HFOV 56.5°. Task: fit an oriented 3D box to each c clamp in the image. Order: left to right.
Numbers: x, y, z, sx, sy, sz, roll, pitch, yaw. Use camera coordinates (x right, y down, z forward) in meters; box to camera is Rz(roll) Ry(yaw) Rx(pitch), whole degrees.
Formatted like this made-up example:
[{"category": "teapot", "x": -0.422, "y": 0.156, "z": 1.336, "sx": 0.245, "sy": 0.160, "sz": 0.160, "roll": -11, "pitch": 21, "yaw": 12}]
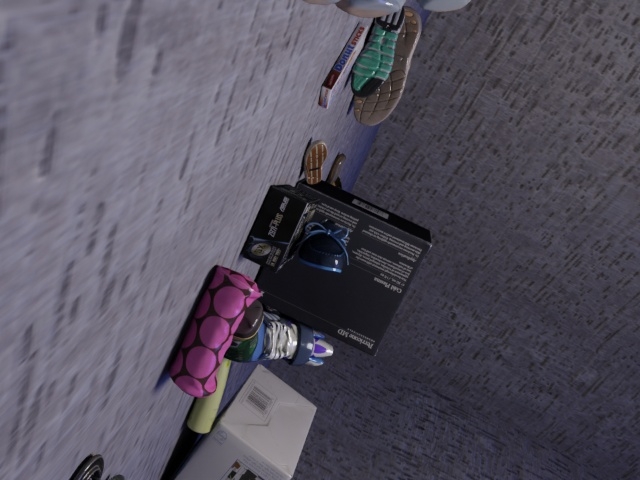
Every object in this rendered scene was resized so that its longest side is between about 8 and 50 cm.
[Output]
[{"category": "c clamp", "x": -0.326, "y": 0.354, "z": 0.765, "sx": 0.160, "sy": 0.022, "sz": 0.137, "roll": -61, "pitch": 170, "yaw": -28}]

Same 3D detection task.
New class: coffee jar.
[{"category": "coffee jar", "x": -0.161, "y": 0.163, "z": 1.127, "sx": 0.184, "sy": 0.096, "sz": 0.079, "roll": 110, "pitch": 4, "yaw": -60}]

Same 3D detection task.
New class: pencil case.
[{"category": "pencil case", "x": -0.170, "y": 0.148, "z": 0.980, "sx": 0.098, "sy": 0.095, "sz": 0.209, "roll": 20, "pitch": 100, "yaw": -51}]

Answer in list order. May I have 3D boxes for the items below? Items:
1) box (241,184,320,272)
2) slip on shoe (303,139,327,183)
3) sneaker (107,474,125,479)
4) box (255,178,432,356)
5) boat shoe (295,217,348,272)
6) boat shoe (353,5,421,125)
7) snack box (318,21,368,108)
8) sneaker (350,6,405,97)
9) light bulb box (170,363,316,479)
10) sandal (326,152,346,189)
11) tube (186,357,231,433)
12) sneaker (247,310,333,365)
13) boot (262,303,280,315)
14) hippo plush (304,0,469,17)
[{"category": "box", "x": -0.075, "y": -0.029, "z": 1.179, "sx": 0.147, "sy": 0.078, "sz": 0.180, "roll": -65, "pitch": 176, "yaw": 9}, {"category": "slip on shoe", "x": -0.014, "y": -0.180, "z": 1.319, "sx": 0.135, "sy": 0.052, "sz": 0.041, "roll": 93, "pitch": -19, "yaw": -59}, {"category": "sneaker", "x": -0.332, "y": 0.399, "z": 0.916, "sx": 0.083, "sy": 0.031, "sz": 0.035, "roll": -58, "pitch": -172, "yaw": -21}, {"category": "box", "x": 0.053, "y": 0.056, "z": 1.470, "sx": 0.312, "sy": 0.344, "sz": 0.179, "roll": -65, "pitch": 177, "yaw": 14}, {"category": "boat shoe", "x": 0.000, "y": 0.000, "z": 1.221, "sx": 0.258, "sy": 0.109, "sz": 0.088, "roll": -127, "pitch": -126, "yaw": -75}, {"category": "boat shoe", "x": 0.185, "y": -0.461, "z": 1.595, "sx": 0.324, "sy": 0.123, "sz": 0.116, "roll": -64, "pitch": 178, "yaw": 27}, {"category": "snack box", "x": 0.046, "y": -0.345, "z": 1.173, "sx": 0.178, "sy": 0.022, "sz": 0.064, "roll": -63, "pitch": 177, "yaw": -23}, {"category": "sneaker", "x": 0.137, "y": -0.436, "z": 1.386, "sx": 0.098, "sy": 0.083, "sz": 0.223, "roll": -70, "pitch": -176, "yaw": -79}, {"category": "light bulb box", "x": -0.225, "y": 0.589, "z": 1.601, "sx": 0.361, "sy": 0.225, "sz": 0.358, "roll": -52, "pitch": 179, "yaw": 15}, {"category": "sandal", "x": 0.047, "y": -0.180, "z": 1.948, "sx": 0.219, "sy": 0.060, "sz": 0.090, "roll": -66, "pitch": 176, "yaw": 24}, {"category": "tube", "x": -0.246, "y": 0.333, "z": 1.393, "sx": 0.062, "sy": 0.070, "sz": 0.240, "roll": 13, "pitch": 101, "yaw": -43}, {"category": "sneaker", "x": -0.081, "y": 0.233, "z": 1.418, "sx": 0.323, "sy": 0.237, "sz": 0.130, "roll": 118, "pitch": -20, "yaw": -82}, {"category": "boot", "x": -0.118, "y": 0.168, "z": 1.821, "sx": 0.178, "sy": 0.085, "sz": 0.236, "roll": 108, "pitch": 9, "yaw": -48}, {"category": "hippo plush", "x": 0.068, "y": -0.352, "z": 0.516, "sx": 0.294, "sy": 0.235, "sz": 0.236, "roll": -172, "pitch": -103, "yaw": -79}]
